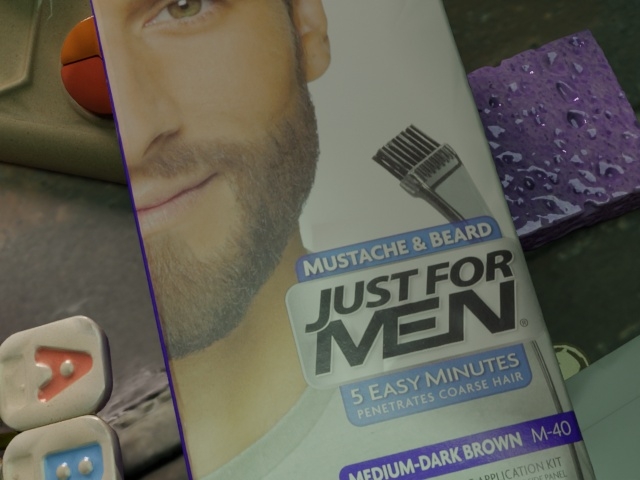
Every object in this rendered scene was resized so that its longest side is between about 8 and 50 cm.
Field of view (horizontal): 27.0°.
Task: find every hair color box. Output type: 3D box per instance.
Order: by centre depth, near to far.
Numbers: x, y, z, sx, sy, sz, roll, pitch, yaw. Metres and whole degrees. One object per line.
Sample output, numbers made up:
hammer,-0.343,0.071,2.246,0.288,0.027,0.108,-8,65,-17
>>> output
hair color box,0.000,0.000,0.698,0.185,0.110,0.339,-13,68,-5

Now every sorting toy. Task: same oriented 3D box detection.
sorting toy,-0.210,-0.164,0.834,0.307,0.041,0.229,11,100,10

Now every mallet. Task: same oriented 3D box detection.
mallet,-0.214,0.125,0.784,0.189,0.062,0.039,-11,65,18

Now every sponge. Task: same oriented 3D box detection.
sponge,0.092,-0.043,0.816,0.210,0.031,0.117,-21,67,-2

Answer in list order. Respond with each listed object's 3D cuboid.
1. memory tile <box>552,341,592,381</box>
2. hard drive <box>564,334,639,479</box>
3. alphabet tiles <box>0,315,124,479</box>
memory tile,0.101,0.128,0.756,0.113,0.012,0.148,-1,69,6
hard drive,0.193,0.215,0.686,0.203,0.040,0.308,-30,70,-9
alphabet tiles,-0.236,0.153,0.737,0.277,0.021,0.284,-16,68,16
